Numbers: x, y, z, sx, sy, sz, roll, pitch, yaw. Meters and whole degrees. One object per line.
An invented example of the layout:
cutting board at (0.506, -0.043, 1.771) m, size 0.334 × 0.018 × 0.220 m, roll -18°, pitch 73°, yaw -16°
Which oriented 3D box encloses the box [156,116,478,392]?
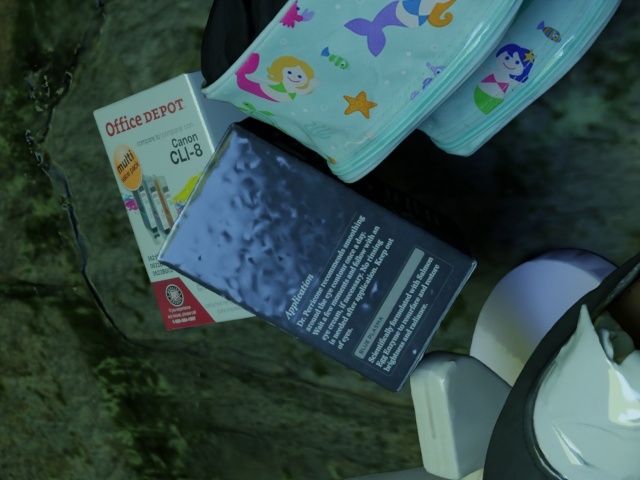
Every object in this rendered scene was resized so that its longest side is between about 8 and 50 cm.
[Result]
box at (0.000, 0.000, 0.782) m, size 0.158 × 0.156 × 0.093 m, roll 30°, pitch 98°, yaw -2°

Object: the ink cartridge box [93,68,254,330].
ink cartridge box at (-0.060, -0.042, 0.944) m, size 0.128 × 0.127 × 0.176 m, roll -13°, pitch 98°, yaw 48°

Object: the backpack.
backpack at (0.049, -0.154, 0.686) m, size 0.191 × 0.253 × 0.225 m, roll 36°, pitch 137°, yaw -12°

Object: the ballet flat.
ballet flat at (0.173, 0.046, 0.655) m, size 0.095 × 0.096 × 0.280 m, roll 37°, pitch 88°, yaw 15°

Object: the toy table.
toy table at (0.131, 0.161, 0.819) m, size 0.252 × 0.161 × 0.274 m, roll -9°, pitch 102°, yaw 47°
